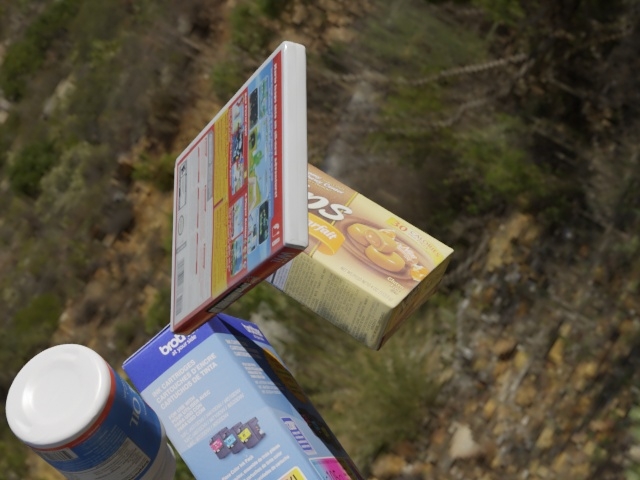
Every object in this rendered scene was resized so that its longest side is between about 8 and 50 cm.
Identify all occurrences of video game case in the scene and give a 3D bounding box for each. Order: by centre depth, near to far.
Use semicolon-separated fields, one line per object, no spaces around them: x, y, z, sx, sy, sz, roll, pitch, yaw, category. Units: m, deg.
-0.085;-0.041;1.196;0.285;0.025;0.204;-37;49;56;video game case

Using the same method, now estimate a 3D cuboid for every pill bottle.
-0.250;0.220;1.384;0.124;0.124;0.221;-55;-33;-18;pill bottle

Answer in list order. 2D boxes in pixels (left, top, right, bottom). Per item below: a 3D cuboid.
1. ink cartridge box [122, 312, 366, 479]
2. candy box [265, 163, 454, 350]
-0.116;0.251;1.761;0.151;0.395;0.270;-40;-17;6;ink cartridge box
0.000;0.000;1.658;0.183;0.316;0.087;-37;-27;-50;candy box
